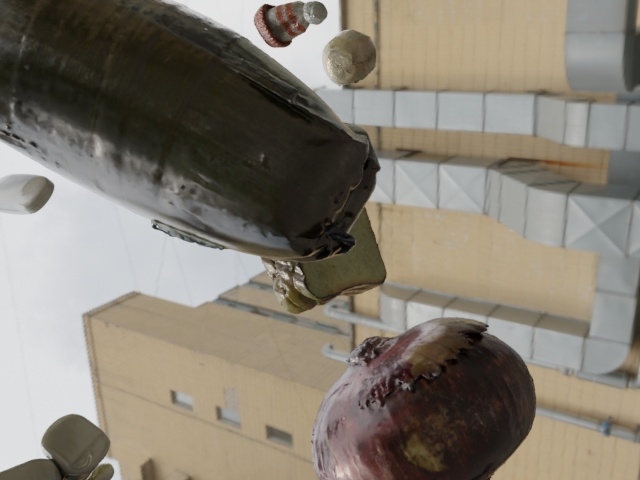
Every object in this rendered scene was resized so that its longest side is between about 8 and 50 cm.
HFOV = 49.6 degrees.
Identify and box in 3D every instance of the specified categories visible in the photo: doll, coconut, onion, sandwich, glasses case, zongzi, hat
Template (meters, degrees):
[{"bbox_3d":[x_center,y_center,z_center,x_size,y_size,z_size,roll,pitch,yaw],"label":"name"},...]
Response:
[{"bbox_3d":[-0.463,0.448,1.072,0.423,0.161,0.348,-48,-26,13],"label":"doll"},{"bbox_3d":[0.063,-0.373,1.415,0.124,0.110,0.110,-50,-42,-49],"label":"coconut"},{"bbox_3d":[0.100,0.181,0.710,0.246,0.190,0.246,-37,-9,-7],"label":"onion"},{"bbox_3d":[0.000,0.000,0.996,0.214,0.065,0.186,-15,-97,-55],"label":"sandwich"},{"bbox_3d":[-0.562,-0.087,1.289,0.049,0.193,0.074,48,-122,-40],"label":"glasses case"},{"bbox_3d":[-0.117,-0.112,0.779,0.208,0.403,0.432,-64,-7,3],"label":"zongzi"},{"bbox_3d":[-0.055,-0.481,1.496,0.112,0.162,0.094,2,-103,-52],"label":"hat"}]
